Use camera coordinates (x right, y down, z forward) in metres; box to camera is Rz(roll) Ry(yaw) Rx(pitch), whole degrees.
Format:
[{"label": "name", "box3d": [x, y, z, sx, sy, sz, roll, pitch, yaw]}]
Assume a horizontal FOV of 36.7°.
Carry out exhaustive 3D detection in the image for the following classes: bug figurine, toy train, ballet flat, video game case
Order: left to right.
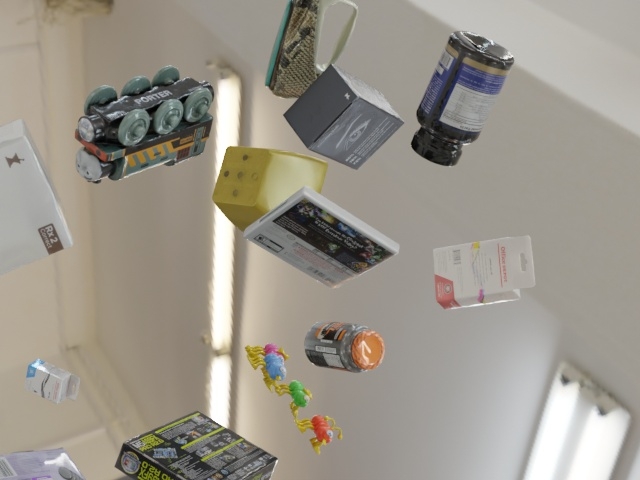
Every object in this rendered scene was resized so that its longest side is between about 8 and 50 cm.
[{"label": "toy train", "box3d": [-0.346, -0.223, 1.925, 0.142, 0.334, 0.190, 35, -51, 22]}, {"label": "bug figurine", "box3d": [-0.062, 0.312, 2.046, 0.279, 0.072, 0.216, 56, -4, -26]}, {"label": "ballet flat", "box3d": [-0.006, -0.521, 2.043, 0.164, 0.182, 0.483, -89, -173, -58]}, {"label": "video game case", "box3d": [0.000, 0.000, 1.537, 0.173, 0.190, 0.022, -32, -146, 46]}]

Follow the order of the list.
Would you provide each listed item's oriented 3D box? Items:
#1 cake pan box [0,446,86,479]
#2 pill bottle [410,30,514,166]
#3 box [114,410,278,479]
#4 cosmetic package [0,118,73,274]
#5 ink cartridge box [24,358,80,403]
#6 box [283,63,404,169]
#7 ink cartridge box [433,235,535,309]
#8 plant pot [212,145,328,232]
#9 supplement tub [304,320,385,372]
[{"label": "cake pan box", "box3d": [-0.457, 0.467, 1.618, 0.246, 0.070, 0.267, 47, 8, 18]}, {"label": "pill bottle", "box3d": [0.243, -0.247, 1.708, 0.123, 0.123, 0.219, 49, -53, 40]}, {"label": "box", "box3d": [-0.238, 0.439, 1.910, 0.216, 0.270, 0.060, 25, -76, 20]}, {"label": "cosmetic package", "box3d": [-0.421, -0.052, 1.244, 0.151, 0.151, 0.183, 70, -12, -19]}, {"label": "ink cartridge box", "box3d": [-0.438, 0.233, 1.577, 0.083, 0.028, 0.048, 21, -69, 13]}, {"label": "box", "box3d": [0.050, -0.252, 1.999, 0.153, 0.207, 0.108, -44, -119, 17]}, {"label": "ink cartridge box", "box3d": [0.331, 0.064, 1.926, 0.198, 0.067, 0.115, -9, -113, 21]}, {"label": "plant pot", "box3d": [-0.139, -0.129, 2.353, 0.212, 0.187, 0.212, 8, -100, 37]}, {"label": "supplement tub", "box3d": [0.059, 0.256, 2.325, 0.190, 0.117, 0.117, 0, -77, 51]}]
